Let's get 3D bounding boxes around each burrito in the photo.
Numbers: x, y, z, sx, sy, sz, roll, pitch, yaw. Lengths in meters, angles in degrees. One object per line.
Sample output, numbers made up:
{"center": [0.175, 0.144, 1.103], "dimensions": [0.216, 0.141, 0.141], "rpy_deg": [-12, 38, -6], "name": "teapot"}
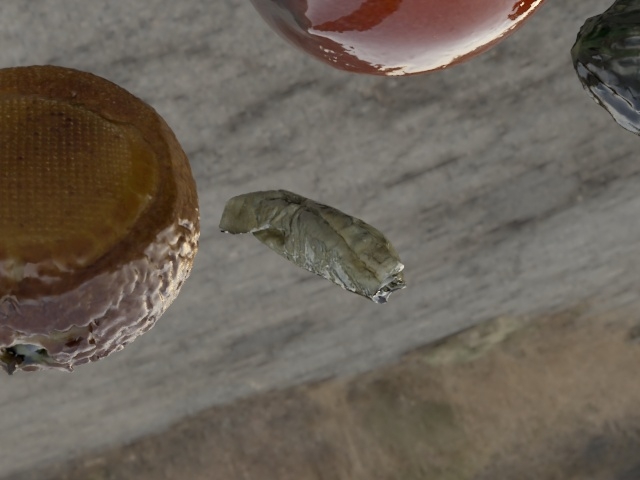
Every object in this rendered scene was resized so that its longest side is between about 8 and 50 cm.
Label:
{"center": [-0.002, -0.001, 1.022], "dimensions": [0.063, 0.058, 0.229], "rpy_deg": [38, 170, -35], "name": "burrito"}

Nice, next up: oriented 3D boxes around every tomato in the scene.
{"center": [0.065, -0.287, 1.099], "dimensions": [0.321, 0.322, 0.321], "rpy_deg": [-19, 164, -6], "name": "tomato"}

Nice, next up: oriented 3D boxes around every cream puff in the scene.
{"center": [-0.248, -0.009, 1.161], "dimensions": [0.303, 0.303, 0.212], "rpy_deg": [-15, 144, -20], "name": "cream puff"}

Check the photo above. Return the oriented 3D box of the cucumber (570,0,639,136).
{"center": [0.228, -0.036, 0.476], "dimensions": [0.303, 0.072, 0.081], "rpy_deg": [12, 171, -24], "name": "cucumber"}
